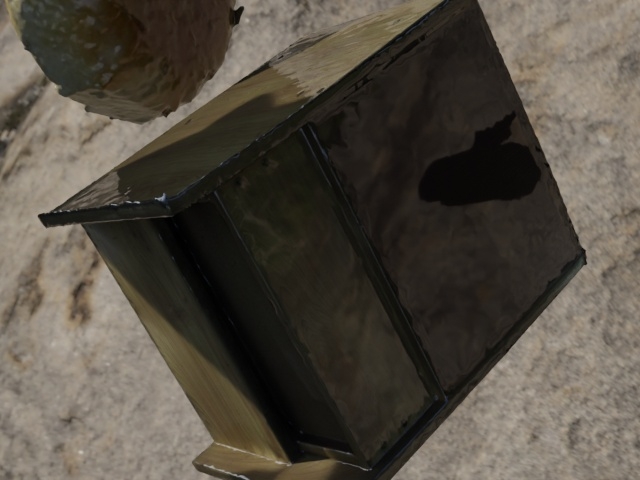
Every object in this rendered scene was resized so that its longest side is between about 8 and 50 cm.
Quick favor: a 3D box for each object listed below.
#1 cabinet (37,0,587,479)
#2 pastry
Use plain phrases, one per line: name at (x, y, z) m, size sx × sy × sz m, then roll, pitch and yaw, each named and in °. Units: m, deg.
cabinet at (0.000, 0.000, 0.507) m, size 0.215 × 0.175 × 0.148 m, roll -41°, pitch 23°, yaw -32°
pastry at (-0.128, -0.182, 0.649) m, size 0.093 × 0.182 × 0.192 m, roll -2°, pitch 43°, yaw 26°
